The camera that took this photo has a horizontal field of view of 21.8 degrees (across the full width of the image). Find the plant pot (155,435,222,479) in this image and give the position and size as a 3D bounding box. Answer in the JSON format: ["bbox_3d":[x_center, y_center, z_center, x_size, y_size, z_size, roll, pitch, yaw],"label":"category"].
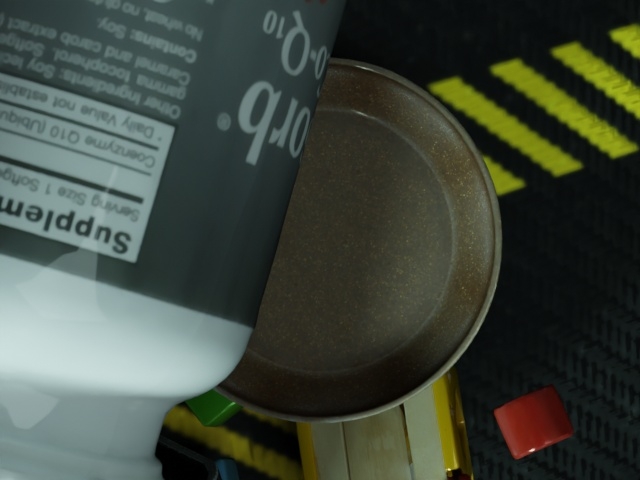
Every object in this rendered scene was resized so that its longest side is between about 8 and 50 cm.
[{"bbox_3d":[-0.145,0.204,0.865,0.188,0.187,0.167,-43,130,-26],"label":"plant pot"}]

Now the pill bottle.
[{"bbox_3d":[-0.112,-0.051,0.733,0.210,0.210,0.363,18,86,-30],"label":"pill bottle"}]

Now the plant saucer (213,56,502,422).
[{"bbox_3d":[0.000,0.000,0.912,0.199,0.036,0.198,0,88,6],"label":"plant saucer"}]

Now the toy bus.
[{"bbox_3d":[0.037,0.103,0.976,0.202,0.191,0.104,-53,167,2],"label":"toy bus"}]
